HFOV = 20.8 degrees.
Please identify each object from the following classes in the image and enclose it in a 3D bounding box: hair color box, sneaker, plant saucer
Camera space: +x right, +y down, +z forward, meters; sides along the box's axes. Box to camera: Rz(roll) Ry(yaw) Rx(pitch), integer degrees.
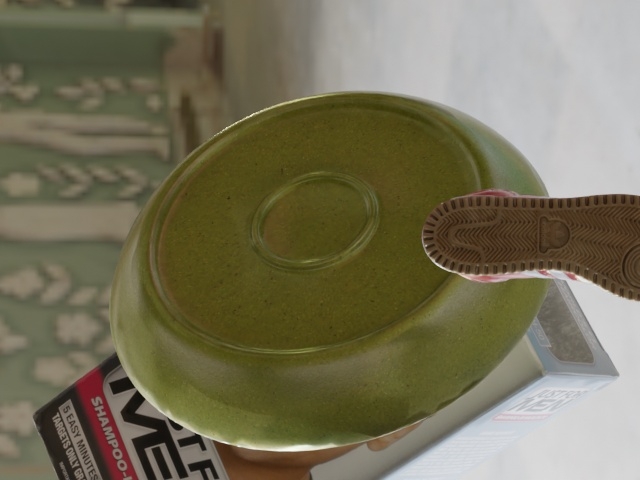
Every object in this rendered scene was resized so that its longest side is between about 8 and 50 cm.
[{"bbox_3d":[-0.008,0.106,1.181,0.374,0.114,0.185,-36,66,25],"label":"hair color box"},{"bbox_3d":[0.099,0.001,0.705,0.067,0.119,0.042,-48,-35,-89],"label":"sneaker"},{"bbox_3d":[0.000,0.000,0.904,0.037,0.241,0.241,69,-173,-46],"label":"plant saucer"}]
